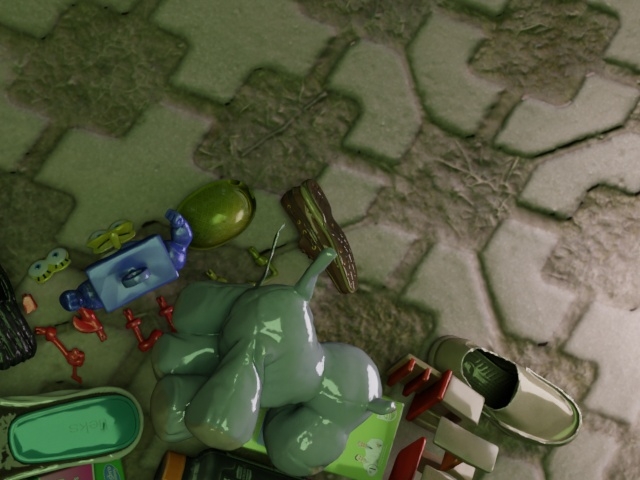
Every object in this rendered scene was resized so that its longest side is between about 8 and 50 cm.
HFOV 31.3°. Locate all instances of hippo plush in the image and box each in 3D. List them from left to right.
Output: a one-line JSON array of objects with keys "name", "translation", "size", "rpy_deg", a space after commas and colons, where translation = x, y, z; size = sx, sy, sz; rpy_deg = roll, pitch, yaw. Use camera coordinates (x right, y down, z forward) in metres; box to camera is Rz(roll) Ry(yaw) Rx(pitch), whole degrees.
[{"name": "hippo plush", "translation": [-0.049, 0.154, 1.405], "size": [0.237, 0.234, 0.294], "rpy_deg": [36, 86, -35]}]

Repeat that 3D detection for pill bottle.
[{"name": "pill bottle", "translation": [-0.115, 0.372, 1.606], "size": [0.246, 0.130, 0.130], "rpy_deg": [20, 86, -11]}]

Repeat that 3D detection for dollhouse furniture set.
[{"name": "dollhouse furniture set", "translation": [0.125, 0.306, 1.609], "size": [0.135, 0.262, 0.259], "rpy_deg": [31, 53, -9]}]

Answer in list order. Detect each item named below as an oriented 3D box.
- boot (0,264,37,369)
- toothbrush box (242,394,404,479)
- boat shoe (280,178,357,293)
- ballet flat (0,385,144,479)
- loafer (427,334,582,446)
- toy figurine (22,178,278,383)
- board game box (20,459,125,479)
[{"name": "boot", "translation": [-0.573, 0.087, 1.509], "size": [0.348, 0.131, 0.260], "rpy_deg": [-13, 100, -4]}, {"name": "toothbrush box", "translation": [-0.056, 0.231, 1.581], "size": [0.283, 0.206, 0.122], "rpy_deg": [17, 85, -11]}, {"name": "boat shoe", "translation": [0.000, 0.000, 1.674], "size": [0.060, 0.064, 0.178], "rpy_deg": [-24, 94, 19]}, {"name": "ballet flat", "translation": [-0.439, 0.261, 1.521], "size": [0.400, 0.139, 0.139], "rpy_deg": [-3, 90, -23]}, {"name": "loafer", "translation": [0.283, 0.234, 1.713], "size": [0.269, 0.092, 0.101], "rpy_deg": [29, 84, -11]}, {"name": "toy figurine", "translation": [-0.220, 0.053, 1.541], "size": [0.363, 0.217, 0.191], "rpy_deg": [-25, 95, -11]}, {"name": "board game box", "translation": [-0.398, 0.439, 1.522], "size": [0.317, 0.064, 0.242], "rpy_deg": [-13, 93, -34]}]
